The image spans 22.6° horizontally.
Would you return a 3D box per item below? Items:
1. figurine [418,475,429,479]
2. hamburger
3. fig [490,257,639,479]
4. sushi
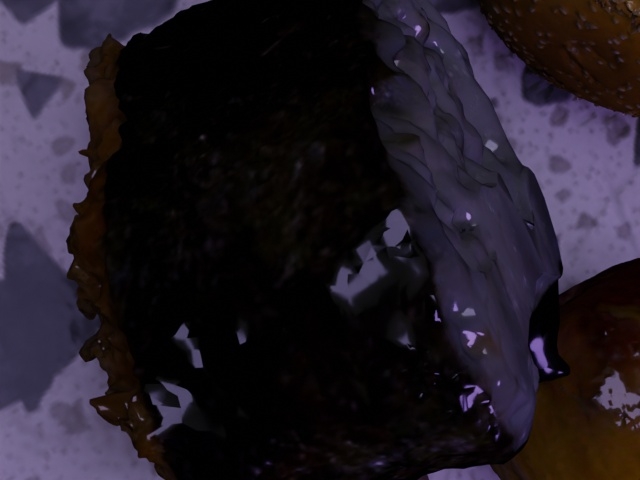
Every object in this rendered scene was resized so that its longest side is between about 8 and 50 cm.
[{"bbox_3d":[0.004,0.152,0.866,0.138,0.125,0.125,8,82,-20],"label":"figurine"},{"bbox_3d":[0.167,-0.147,0.889,0.191,0.182,0.118,31,72,-3],"label":"hamburger"},{"bbox_3d":[0.184,0.139,0.892,0.159,0.159,0.257,-28,108,-10],"label":"fig"},{"bbox_3d":[0.000,0.000,0.782,0.207,0.348,0.234,-24,118,14],"label":"sushi"}]
